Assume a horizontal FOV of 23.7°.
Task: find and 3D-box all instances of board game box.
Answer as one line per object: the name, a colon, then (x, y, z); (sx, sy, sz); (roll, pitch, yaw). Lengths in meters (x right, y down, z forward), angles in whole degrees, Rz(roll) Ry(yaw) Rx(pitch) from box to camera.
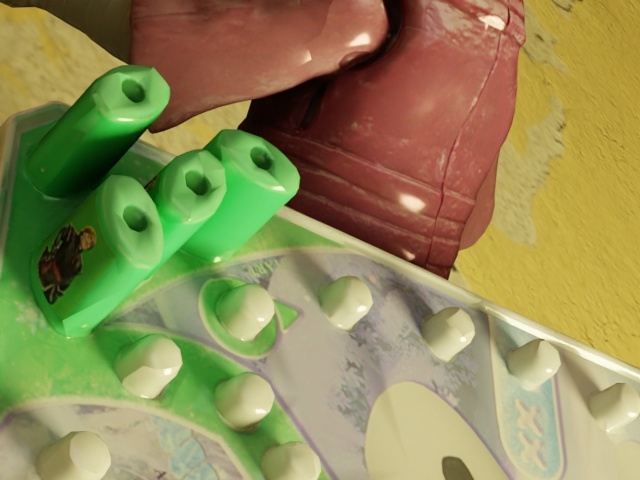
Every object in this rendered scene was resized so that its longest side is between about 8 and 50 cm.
board game box: (0.079, 0.172, 0.396); (0.390, 0.050, 0.390); (24, 46, -28)

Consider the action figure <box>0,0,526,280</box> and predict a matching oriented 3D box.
action figure: (0.000, 0.000, 0.575); (0.248, 0.370, 0.276); (14, 3, -45)
